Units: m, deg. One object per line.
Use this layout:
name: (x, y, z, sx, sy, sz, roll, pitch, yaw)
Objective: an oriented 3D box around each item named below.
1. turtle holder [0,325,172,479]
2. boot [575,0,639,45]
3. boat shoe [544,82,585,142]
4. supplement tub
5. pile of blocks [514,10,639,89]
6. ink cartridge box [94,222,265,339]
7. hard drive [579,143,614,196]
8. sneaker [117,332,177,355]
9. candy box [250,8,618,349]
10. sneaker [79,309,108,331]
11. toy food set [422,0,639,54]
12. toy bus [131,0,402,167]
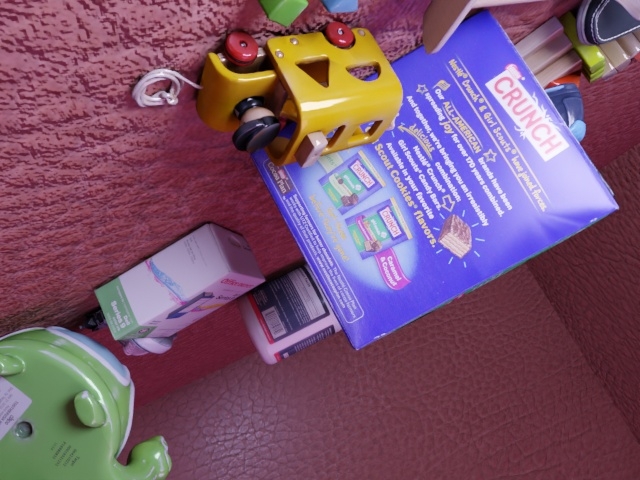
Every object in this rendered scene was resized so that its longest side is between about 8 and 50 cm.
turtle holder: (-0.384, 0.261, 0.784, 0.320, 0.244, 0.227, 10, -175, -3)
boot: (0.433, -0.290, 0.559, 0.236, 0.179, 0.085, -33, 125, 1)
boat shoe: (0.254, -0.170, 0.748, 0.258, 0.089, 0.109, 1, 175, 38)
supplement tub: (-0.055, 0.173, 1.281, 0.272, 0.191, 0.191, -25, 166, -9)
pile of blocks: (0.437, -0.291, 0.709, 0.362, 0.113, 0.149, -28, 166, 1)
ink cartridge box: (-0.217, 0.071, 0.812, 0.212, 0.093, 0.154, -31, 165, 7)
hard drive: (0.346, -0.092, 0.992, 0.339, 0.237, 0.064, -36, 164, 27)
sneaker: (-0.336, 0.184, 0.959, 0.091, 0.094, 0.258, -28, 173, -11)
candy box: (0.121, -0.063, 0.601, 0.317, 0.268, 0.122, -29, 170, 5)
sneaker: (-0.370, 0.131, 0.850, 0.069, 0.038, 0.098, -19, 163, -34)
toy food set: (0.257, -0.254, 0.419, 0.305, 0.093, 0.220, -15, 165, -22)
toy bus: (-0.024, -0.120, 0.460, 0.202, 0.104, 0.191, -32, 165, 15)
